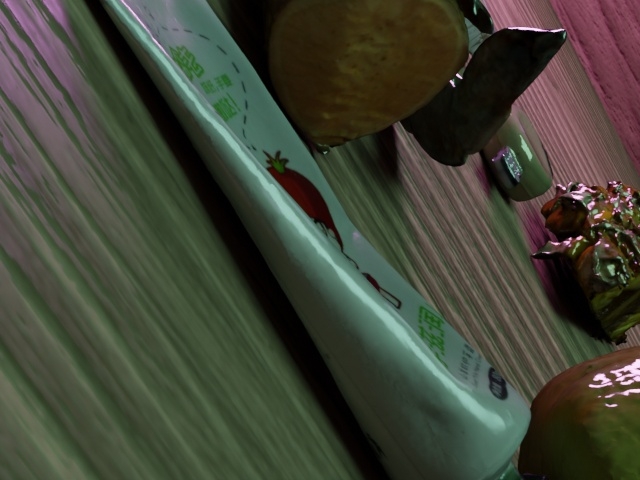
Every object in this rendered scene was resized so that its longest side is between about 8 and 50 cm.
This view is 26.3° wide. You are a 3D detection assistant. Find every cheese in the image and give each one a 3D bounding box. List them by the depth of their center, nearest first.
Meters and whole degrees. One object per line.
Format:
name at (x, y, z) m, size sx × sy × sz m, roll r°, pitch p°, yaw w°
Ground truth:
cheese at (0.187, -0.075, 1.320) m, size 0.092 × 0.047 × 0.171 m, roll 54°, pitch 19°, yaw -23°

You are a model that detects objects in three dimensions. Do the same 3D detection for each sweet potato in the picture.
sweet potato at (0.019, -0.201, 0.869) m, size 0.131 × 0.131 × 0.337 m, roll 52°, pitch 23°, yaw -36°

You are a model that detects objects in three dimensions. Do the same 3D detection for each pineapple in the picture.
pineapple at (0.317, -0.004, 1.418) m, size 0.334 × 0.158 × 0.161 m, roll 27°, pitch 41°, yaw -63°

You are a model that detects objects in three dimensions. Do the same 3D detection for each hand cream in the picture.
hand cream at (0.000, 0.000, 0.649) m, size 0.336 × 0.076 × 0.121 m, roll 56°, pitch 16°, yaw -6°

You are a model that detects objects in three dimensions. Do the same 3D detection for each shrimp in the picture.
shrimp at (0.106, -0.182, 0.897) m, size 0.360 × 0.085 × 0.247 m, roll 147°, pitch -58°, yaw -68°

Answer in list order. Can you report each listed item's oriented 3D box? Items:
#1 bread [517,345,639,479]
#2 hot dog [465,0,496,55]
bread at (0.197, 0.174, 0.715) m, size 0.270 × 0.148 × 0.270 m, roll 167°, pitch -90°, yaw -84°
hot dog at (0.134, -0.277, 1.446) m, size 0.192 × 0.053 × 0.099 m, roll 69°, pitch 18°, yaw 6°
